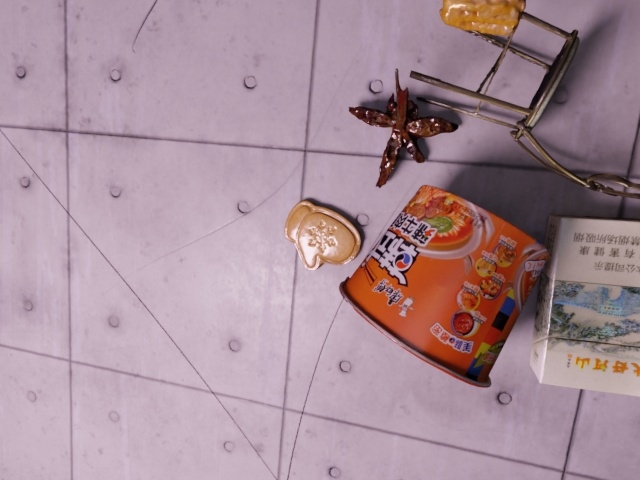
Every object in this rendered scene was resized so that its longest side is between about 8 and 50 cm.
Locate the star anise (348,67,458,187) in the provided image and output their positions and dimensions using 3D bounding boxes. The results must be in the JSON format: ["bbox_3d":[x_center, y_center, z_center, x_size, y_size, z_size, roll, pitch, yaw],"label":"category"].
[{"bbox_3d":[0.121,-0.168,0.605,0.159,0.144,0.140,-29,100,15],"label":"star anise"}]

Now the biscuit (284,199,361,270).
[{"bbox_3d":[0.000,0.000,0.717,0.140,0.023,0.118,21,102,9],"label":"biscuit"}]

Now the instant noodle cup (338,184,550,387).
[{"bbox_3d":[0.178,0.051,0.581,0.251,0.250,0.192,31,95,7],"label":"instant noodle cup"}]

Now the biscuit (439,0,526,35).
[{"bbox_3d":[0.220,-0.417,0.507,0.094,0.054,0.378,11,72,8],"label":"biscuit"}]

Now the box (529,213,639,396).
[{"bbox_3d":[0.422,0.093,0.606,0.164,0.069,0.256,4,99,13],"label":"box"}]

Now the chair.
[{"bbox_3d":[0.298,-0.196,0.552,0.326,0.160,0.170,29,102,13],"label":"chair"}]
